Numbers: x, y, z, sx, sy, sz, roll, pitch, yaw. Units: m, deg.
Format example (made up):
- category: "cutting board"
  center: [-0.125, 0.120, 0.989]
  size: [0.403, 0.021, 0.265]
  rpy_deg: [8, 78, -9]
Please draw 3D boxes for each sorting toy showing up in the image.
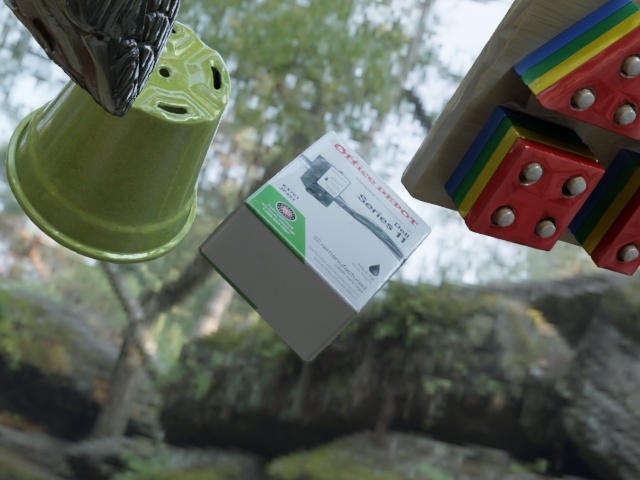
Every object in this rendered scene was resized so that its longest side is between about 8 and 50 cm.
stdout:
- category: "sorting toy"
  center: [0.244, -0.094, 1.388]
  size: [0.257, 0.089, 0.255]
  rpy_deg: [15, -60, -33]

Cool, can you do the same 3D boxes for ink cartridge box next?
- category: "ink cartridge box"
  center: [0.000, 0.000, 1.614]
  size: [0.153, 0.208, 0.087]
  rpy_deg: [44, -57, 0]

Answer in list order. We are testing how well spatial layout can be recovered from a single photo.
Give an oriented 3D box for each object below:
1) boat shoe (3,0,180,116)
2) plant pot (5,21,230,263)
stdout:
- category: "boat shoe"
  center: [-0.199, -0.210, 1.387]
  size: [0.120, 0.122, 0.324]
  rpy_deg: [27, -16, 8]
- category: "plant pot"
  center: [-0.247, -0.153, 2.196]
  size: [0.276, 0.276, 0.254]
  rpy_deg: [23, -44, -14]
